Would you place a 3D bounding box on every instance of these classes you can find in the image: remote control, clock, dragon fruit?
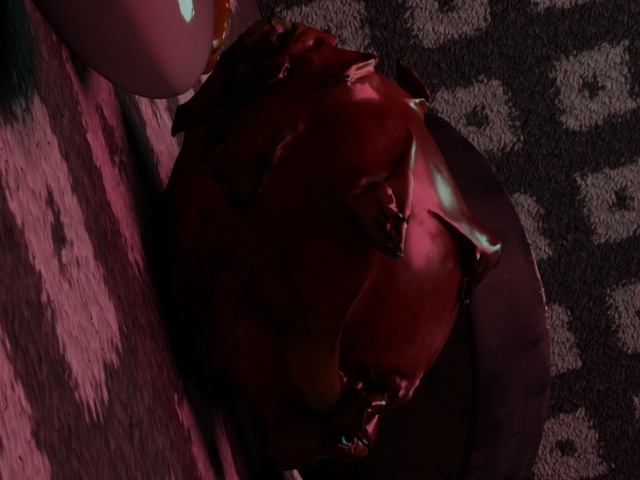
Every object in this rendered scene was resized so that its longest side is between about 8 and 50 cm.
[{"bbox_3d":[-0.142,-0.227,0.836,0.221,0.103,0.332,-98,165,-87],"label":"remote control"},{"bbox_3d":[0.054,0.077,1.409,0.386,0.076,0.386,23,-63,56],"label":"clock"},{"bbox_3d":[0.001,0.004,1.187,0.250,0.250,0.315,67,1,-66],"label":"dragon fruit"}]

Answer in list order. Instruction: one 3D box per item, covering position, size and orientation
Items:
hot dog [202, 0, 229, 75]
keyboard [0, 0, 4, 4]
[{"bbox_3d":[-0.117,-0.232,1.147,0.337,0.100,0.135,-95,179,-54],"label":"hot dog"},{"bbox_3d":[-0.176,-0.132,0.768,0.202,0.011,0.067,-95,169,-72],"label":"keyboard"}]
